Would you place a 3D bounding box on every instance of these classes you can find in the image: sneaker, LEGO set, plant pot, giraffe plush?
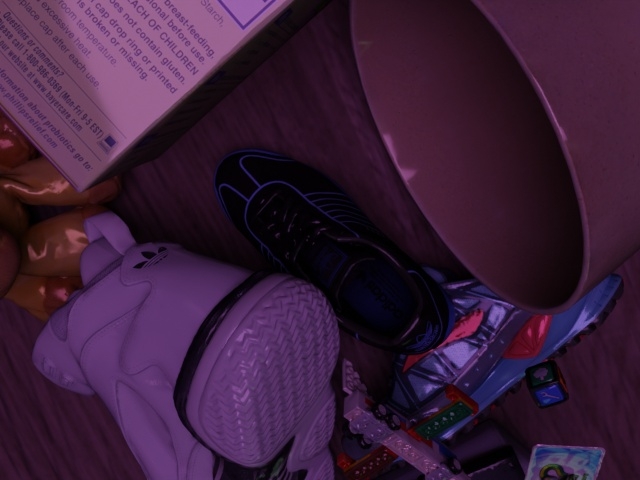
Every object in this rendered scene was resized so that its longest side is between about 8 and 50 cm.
[{"bbox_3d":[0.000,0.000,0.621,0.232,0.090,0.081,36,96,18],"label":"sneaker"},{"bbox_3d":[0.103,0.173,0.612,0.182,0.060,0.244,3,126,1],"label":"LEGO set"},{"bbox_3d":[0.108,0.080,0.678,0.262,0.104,0.125,-40,78,6],"label":"sneaker"},{"bbox_3d":[0.201,-0.126,0.564,0.274,0.256,0.256,-28,99,-12],"label":"plant pot"},{"bbox_3d":[-0.103,0.144,0.662,0.210,0.137,0.366,27,132,27],"label":"sneaker"},{"bbox_3d":[-0.267,-0.007,0.620,0.210,0.170,0.181,4,101,1],"label":"giraffe plush"}]

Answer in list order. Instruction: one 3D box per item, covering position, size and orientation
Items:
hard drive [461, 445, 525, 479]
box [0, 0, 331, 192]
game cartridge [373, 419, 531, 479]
[{"bbox_3d":[0.140,0.246,0.680,0.094,0.022,0.135,-24,99,6],"label":"hard drive"},{"bbox_3d":[-0.086,-0.165,0.562,0.243,0.213,0.117,-40,98,9],"label":"box"},{"bbox_3d":[0.162,0.314,0.730,0.196,0.060,0.294,-31,98,3],"label":"game cartridge"}]
